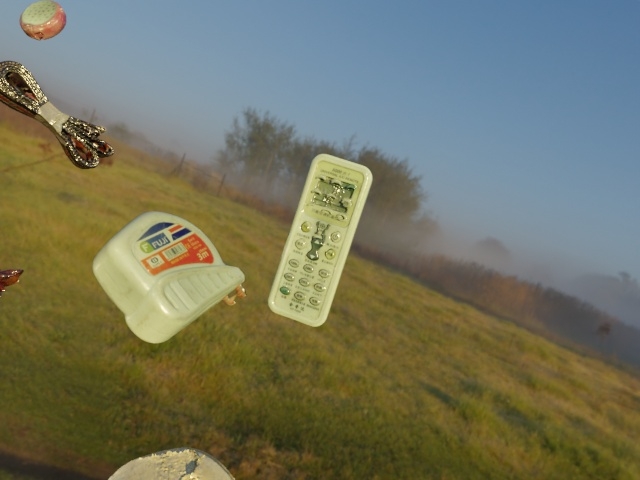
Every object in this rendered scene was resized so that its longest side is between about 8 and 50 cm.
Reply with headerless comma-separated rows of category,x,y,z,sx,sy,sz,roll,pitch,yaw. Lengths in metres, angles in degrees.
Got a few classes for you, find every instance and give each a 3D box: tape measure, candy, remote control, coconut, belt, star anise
tape measure,-0.295,0.068,1.167,0.246,0.125,0.243,50,29,2
candy,-0.636,-0.506,1.393,0.103,0.103,0.043,19,-26,17
remote control,0.000,0.000,1.224,0.127,0.336,0.065,19,4,11
coconut,-0.321,0.613,1.274,0.346,0.347,0.360,20,-26,-4
belt,-0.722,-0.331,1.625,0.359,0.126,0.094,41,-18,-28
star anise,-0.792,0.099,1.400,0.140,0.159,0.144,8,-13,33
